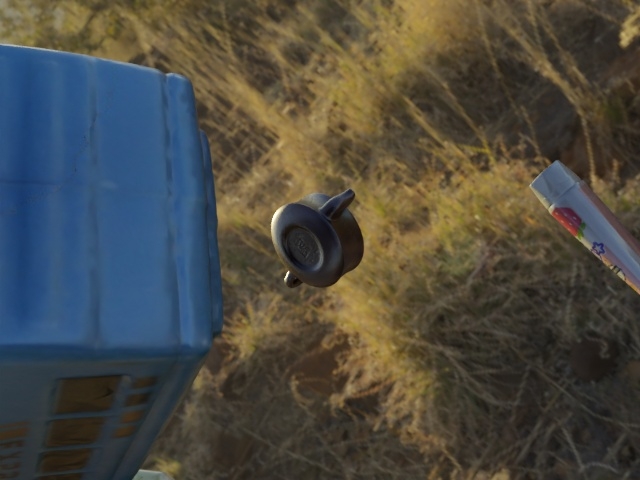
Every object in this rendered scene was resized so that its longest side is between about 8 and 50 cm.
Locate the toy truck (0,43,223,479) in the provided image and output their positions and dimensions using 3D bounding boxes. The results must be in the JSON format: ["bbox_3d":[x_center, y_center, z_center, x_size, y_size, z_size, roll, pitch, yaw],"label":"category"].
[{"bbox_3d":[-0.166,0.062,0.488,0.385,0.162,0.161,126,142,-58],"label":"toy truck"}]

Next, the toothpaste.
[{"bbox_3d":[0.274,0.008,0.863,0.043,0.194,0.067,-48,-14,26],"label":"toothpaste"}]

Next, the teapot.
[{"bbox_3d":[0.000,0.000,0.680,0.045,0.068,0.100,-30,-22,-40],"label":"teapot"}]

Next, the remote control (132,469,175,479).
[{"bbox_3d":[-0.202,0.207,0.692,0.190,0.029,0.087,0,61,18],"label":"remote control"}]
